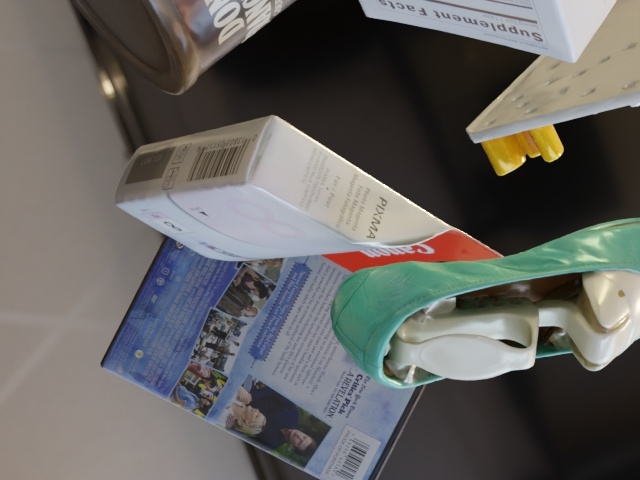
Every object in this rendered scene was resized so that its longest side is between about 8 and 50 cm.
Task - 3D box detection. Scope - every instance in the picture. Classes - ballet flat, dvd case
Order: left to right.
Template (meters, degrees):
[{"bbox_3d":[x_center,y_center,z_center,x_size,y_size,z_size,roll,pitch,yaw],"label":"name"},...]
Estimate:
[{"bbox_3d":[-0.033,0.082,1.370,0.253,0.180,0.022,27,1,-1],"label":"dvd case"},{"bbox_3d":[0.131,0.048,0.987,0.087,0.247,0.083,-110,-165,-50],"label":"ballet flat"}]

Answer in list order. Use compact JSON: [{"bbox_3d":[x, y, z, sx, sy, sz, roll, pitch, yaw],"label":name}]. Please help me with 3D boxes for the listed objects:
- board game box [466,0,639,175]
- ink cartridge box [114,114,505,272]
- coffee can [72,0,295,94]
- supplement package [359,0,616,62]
[{"bbox_3d":[0.364,-0.195,1.325,0.390,0.390,0.050,-43,111,-40],"label":"board game box"},{"bbox_3d":[0.000,0.000,1.112,0.232,0.066,0.189,35,-21,-26],"label":"ink cartridge box"},{"bbox_3d":[-0.057,-0.266,1.165,0.201,0.275,0.201,47,-14,15],"label":"coffee can"},{"bbox_3d":[0.069,-0.224,0.778,0.139,0.134,0.244,19,-27,34],"label":"supplement package"}]
